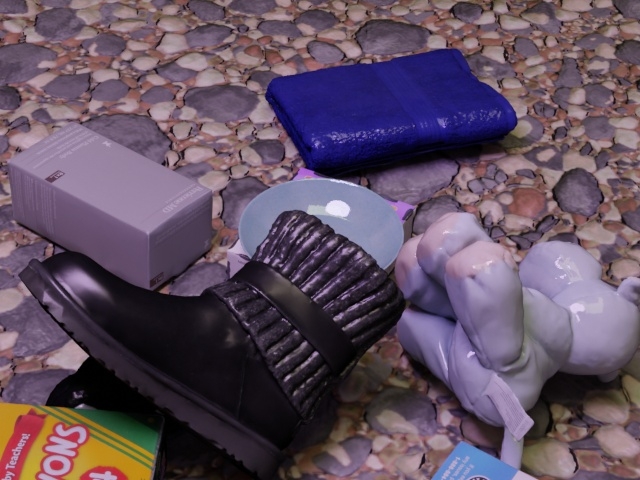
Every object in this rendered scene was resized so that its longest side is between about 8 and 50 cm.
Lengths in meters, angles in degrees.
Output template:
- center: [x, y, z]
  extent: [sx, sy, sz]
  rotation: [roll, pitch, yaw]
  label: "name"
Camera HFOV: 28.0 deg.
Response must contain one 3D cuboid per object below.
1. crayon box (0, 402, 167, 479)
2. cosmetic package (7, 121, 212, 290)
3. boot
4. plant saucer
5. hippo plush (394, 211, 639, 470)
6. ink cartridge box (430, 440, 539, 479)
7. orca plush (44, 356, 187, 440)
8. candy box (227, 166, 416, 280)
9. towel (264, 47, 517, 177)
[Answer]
- center: [-0.323, 0.258, 1.263]
  extent: [0.318, 0.081, 0.202]
  rotation: [4, 41, 1]
  label: "crayon box"
- center: [-0.262, -0.044, 1.606]
  extent: [0.238, 0.107, 0.127]
  rotation: [23, 41, 25]
  label: "cosmetic package"
- center: [-0.108, 0.057, 1.333]
  extent: [0.348, 0.131, 0.260]
  rotation: [39, 77, -13]
  label: "boot"
- center: [0.000, 0.000, 1.511]
  extent: [0.195, 0.037, 0.195]
  rotation: [2, 42, -2]
  label: "plant saucer"
- center: [0.241, 0.076, 1.400]
  extent: [0.236, 0.234, 0.294]
  rotation: [-15, 43, -20]
  label: "hippo plush"
- center: [0.181, 0.352, 1.099]
  extent: [0.270, 0.197, 0.198]
  rotation: [25, 45, 22]
  label: "ink cartridge box"
- center: [-0.167, 0.131, 1.405]
  extent: [0.287, 0.102, 0.151]
  rotation: [-9, 42, -15]
  label: "orca plush"
- center: [0.002, 0.010, 1.586]
  extent: [0.165, 0.070, 0.196]
  rotation: [21, 43, 19]
  label: "candy box"
- center: [0.096, -0.181, 1.823]
  extent: [0.308, 0.076, 0.227]
  rotation: [-10, 35, -15]
  label: "towel"
